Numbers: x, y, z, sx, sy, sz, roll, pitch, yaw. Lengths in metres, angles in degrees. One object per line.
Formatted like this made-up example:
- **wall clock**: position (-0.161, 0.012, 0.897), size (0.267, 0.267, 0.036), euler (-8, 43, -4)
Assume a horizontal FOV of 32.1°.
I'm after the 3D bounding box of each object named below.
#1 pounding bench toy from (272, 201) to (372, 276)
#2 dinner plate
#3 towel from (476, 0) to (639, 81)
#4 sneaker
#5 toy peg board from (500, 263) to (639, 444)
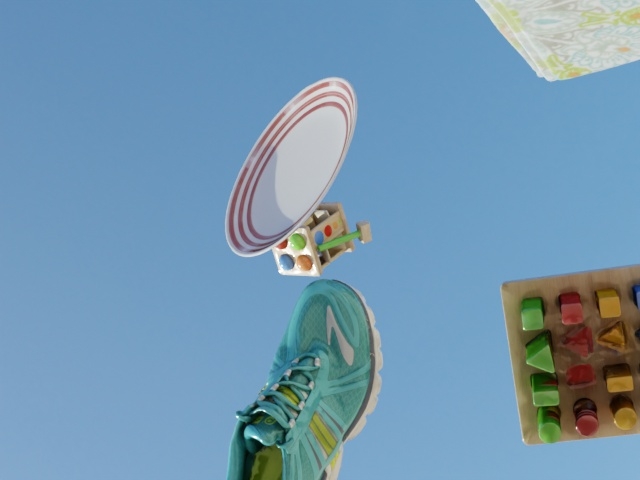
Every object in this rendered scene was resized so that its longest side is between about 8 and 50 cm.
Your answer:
- **pounding bench toy**: position (0.000, 0.000, 1.065), size (0.065, 0.083, 0.052), euler (-37, -62, -43)
- **dinner plate**: position (-0.018, -0.049, 0.767), size (0.017, 0.141, 0.141), euler (29, -87, -27)
- **towel**: position (0.356, -0.312, 1.235), size (0.320, 0.375, 0.090), euler (27, -125, -55)
- **sneaker**: position (-0.022, 0.162, 1.013), size (0.110, 0.107, 0.275), euler (40, -116, -59)
- **toy peg board**: position (0.257, 0.112, 1.029), size (0.079, 0.161, 0.161), euler (-36, -63, -77)
